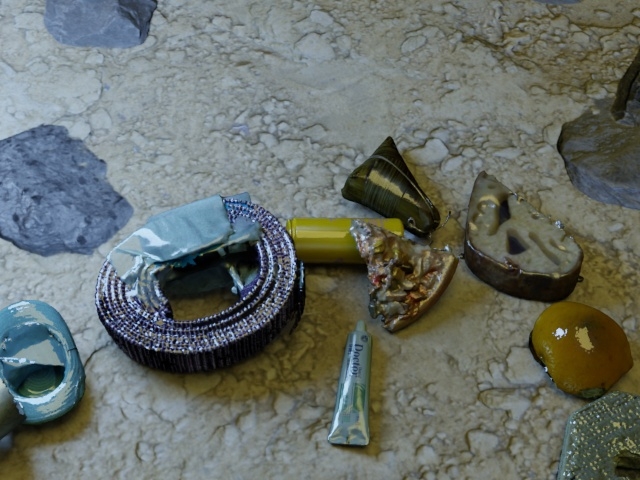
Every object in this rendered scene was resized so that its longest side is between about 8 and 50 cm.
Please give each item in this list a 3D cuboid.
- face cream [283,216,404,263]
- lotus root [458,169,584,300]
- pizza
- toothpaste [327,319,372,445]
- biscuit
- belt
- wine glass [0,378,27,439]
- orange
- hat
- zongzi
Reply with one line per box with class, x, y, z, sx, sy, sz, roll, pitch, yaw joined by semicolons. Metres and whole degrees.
face cream;0.000;0.000;1.960;0.274;0.078;0.078;1;52;-8
lotus root;0.327;0.004;2.008;0.261;0.074;0.170;38;60;22
pizza;0.121;0.035;1.906;0.195;0.052;0.185;46;72;-8
toothpaste;0.054;0.219;1.822;0.064;0.041;0.218;2;54;8
biscuit;0.439;0.333;1.777;0.147;0.046;0.250;17;52;6
belt;-0.189;0.070;1.836;0.325;0.122;0.260;-18;66;-8
wine glass;-0.538;0.264;1.631;0.241;0.126;0.126;-28;60;-14
orange;0.417;0.165;1.874;0.170;0.112;0.160;10;51;15
hat;-0.426;0.189;1.761;0.138;0.078;0.190;-13;73;-7
zongzi;0.156;-0.096;2.065;0.187;0.084;0.184;33;45;9
